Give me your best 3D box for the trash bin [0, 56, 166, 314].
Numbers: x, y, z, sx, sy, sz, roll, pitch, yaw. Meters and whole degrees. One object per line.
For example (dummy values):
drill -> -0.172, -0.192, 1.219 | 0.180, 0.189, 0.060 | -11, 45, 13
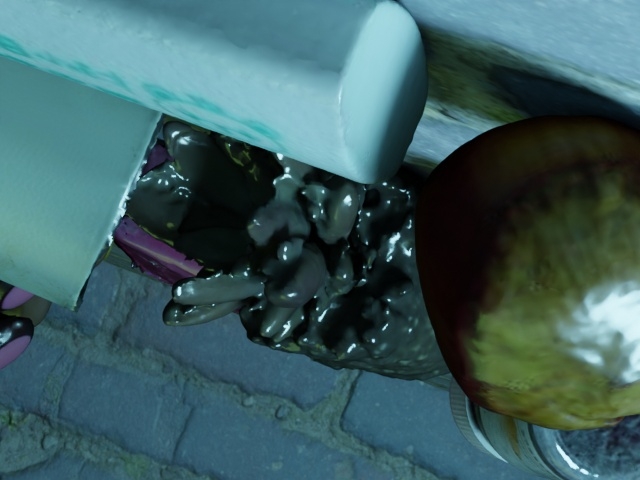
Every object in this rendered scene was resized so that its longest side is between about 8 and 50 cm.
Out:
trash bin -> -0.251, -0.099, 1.394 | 0.263, 0.217, 0.277 | 24, 134, -7

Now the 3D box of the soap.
soap -> -0.094, 0.007, 2.076 | 0.220, 0.127, 0.325 | 23, 174, 10

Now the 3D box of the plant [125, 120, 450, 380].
plant -> 0.000, 0.000, 1.587 | 0.182, 0.194, 0.321 | 0, 164, 40

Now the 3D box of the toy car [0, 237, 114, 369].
toy car -> -0.300, -0.050, 1.813 | 0.271, 0.240, 0.340 | 50, 144, 14

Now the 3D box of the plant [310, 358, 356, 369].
plant -> 0.038, 0.046, 1.908 | 0.142, 0.131, 0.203 | 29, 161, -4

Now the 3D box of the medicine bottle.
medicine bottle -> 0.248, 0.168, 2.033 | 0.165, 0.165, 0.273 | 24, 171, -14

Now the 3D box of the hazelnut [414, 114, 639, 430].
hazelnut -> 0.150, 0.005, 1.167 | 0.208, 0.208, 0.208 | 22, 173, 3

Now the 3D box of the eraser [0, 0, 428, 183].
eraser -> -0.091, -0.130, 1.145 | 0.290, 0.104, 0.189 | 20, 169, 15
